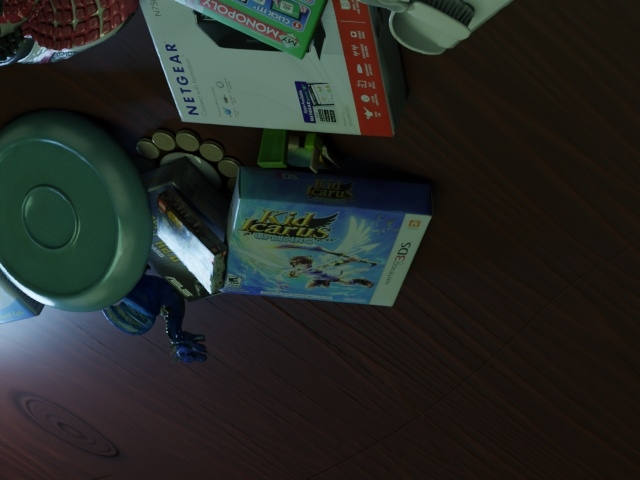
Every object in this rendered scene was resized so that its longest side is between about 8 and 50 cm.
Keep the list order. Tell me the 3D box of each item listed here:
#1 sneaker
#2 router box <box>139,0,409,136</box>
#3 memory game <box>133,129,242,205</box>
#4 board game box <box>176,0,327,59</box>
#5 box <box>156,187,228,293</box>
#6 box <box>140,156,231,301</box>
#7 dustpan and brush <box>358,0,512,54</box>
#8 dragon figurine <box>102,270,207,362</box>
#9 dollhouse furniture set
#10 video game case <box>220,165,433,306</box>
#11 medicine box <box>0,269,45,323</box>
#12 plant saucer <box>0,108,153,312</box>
[{"bbox_3d":[-0.325,-0.293,1.679,0.112,0.120,0.299,-6,-177,-43],"label":"sneaker"},{"bbox_3d":[-0.065,-0.283,1.611,0.301,0.082,0.335,5,139,20],"label":"router box"},{"bbox_3d":[-0.193,-0.098,1.953,0.186,0.012,0.186,13,142,11],"label":"memory game"},{"bbox_3d":[-0.131,-0.342,1.449,0.317,0.046,0.213,25,148,-2],"label":"board game box"},{"bbox_3d":[-0.186,0.001,1.888,0.137,0.027,0.094,46,150,24],"label":"box"},{"bbox_3d":[-0.204,-0.011,2.007,0.183,0.056,0.231,-16,130,39],"label":"box"},{"bbox_3d":[0.112,-0.270,1.509,0.211,0.060,0.147,20,146,-28],"label":"dustpan and brush"},{"bbox_3d":[-0.297,0.094,2.127,0.289,0.144,0.085,26,142,-6],"label":"dragon figurine"},{"bbox_3d":[-0.031,-0.107,1.781,0.076,0.058,0.152,2,165,22],"label":"dollhouse furniture set"},{"bbox_3d":[0.000,0.000,1.869,0.270,0.061,0.244,5,145,-9],"label":"video game case"},{"bbox_3d":[-0.613,0.002,2.164,0.263,0.149,0.289,-13,132,36],"label":"medicine box"},{"bbox_3d":[-0.397,-0.037,1.968,0.318,0.044,0.317,7,107,23],"label":"plant saucer"}]
